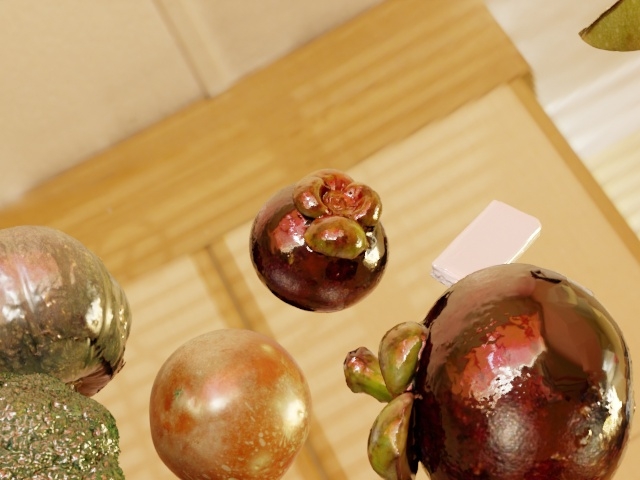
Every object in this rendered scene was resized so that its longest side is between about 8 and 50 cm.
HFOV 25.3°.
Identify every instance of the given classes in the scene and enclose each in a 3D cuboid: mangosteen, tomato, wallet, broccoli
[{"bbox_3d":[0.218,0.183,1.698,0.330,0.330,0.330,-20,-35,-14],"label":"mangosteen"},{"bbox_3d":[-0.155,0.268,2.258,0.270,0.270,0.222,-43,-33,19],"label":"tomato"},{"bbox_3d":[0.000,0.000,1.972,0.210,0.210,0.210,-20,-35,-14],"label":"mangosteen"},{"bbox_3d":[0.241,0.013,2.079,0.190,0.095,0.033,-44,-33,-37],"label":"wallet"},{"bbox_3d":[-0.398,0.325,1.936,0.297,0.297,0.297,-16,-51,-19],"label":"broccoli"}]

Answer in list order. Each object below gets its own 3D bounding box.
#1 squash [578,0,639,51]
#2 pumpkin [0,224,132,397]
[{"bbox_3d":[0.486,-0.328,2.038,0.192,0.085,0.184,-31,-5,-17],"label":"squash"},{"bbox_3d":[-0.431,0.126,2.180,0.291,0.257,0.327,-25,-19,8],"label":"pumpkin"}]
